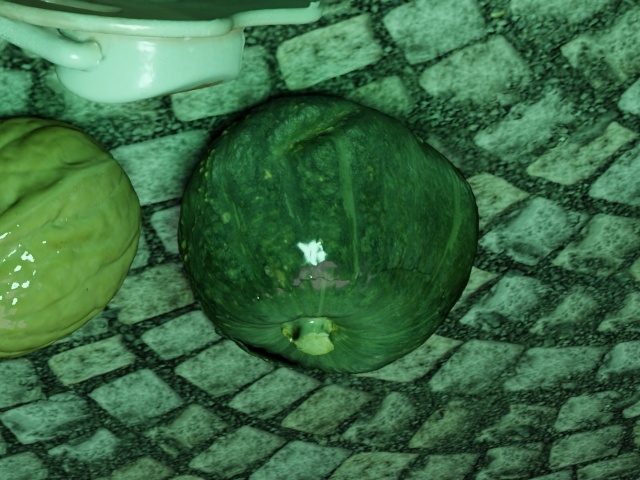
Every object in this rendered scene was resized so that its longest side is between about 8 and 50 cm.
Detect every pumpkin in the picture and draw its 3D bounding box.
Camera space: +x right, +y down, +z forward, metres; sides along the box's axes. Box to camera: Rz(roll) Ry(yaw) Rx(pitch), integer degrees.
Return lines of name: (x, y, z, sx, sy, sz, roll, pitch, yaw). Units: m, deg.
pumpkin: (0.000, 0.000, 1.727, 0.327, 0.257, 0.291, 19, 146, -30)

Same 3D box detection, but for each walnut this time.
walnut: (-0.298, -0.004, 1.602, 0.261, 0.225, 0.225, -37, 161, -38)

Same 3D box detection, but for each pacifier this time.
pacifier: (-0.140, -0.224, 1.377, 0.273, 0.220, 0.332, -48, 165, 30)
